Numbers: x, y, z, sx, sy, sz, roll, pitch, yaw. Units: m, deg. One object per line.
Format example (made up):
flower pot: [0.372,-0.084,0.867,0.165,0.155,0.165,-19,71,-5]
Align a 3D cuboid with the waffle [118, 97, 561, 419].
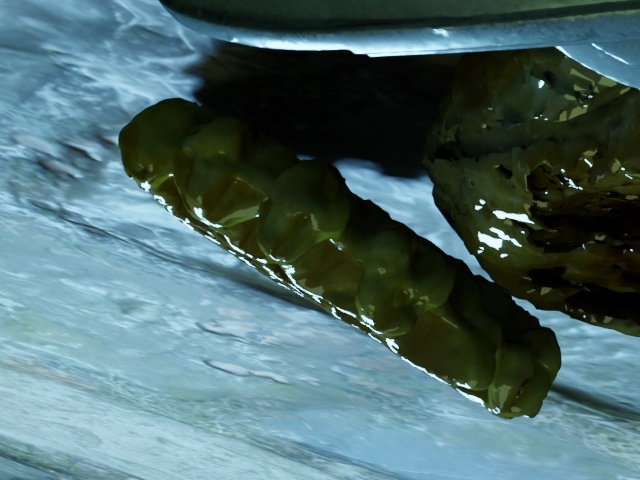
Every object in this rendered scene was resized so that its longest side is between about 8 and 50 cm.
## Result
waffle: [0.000,0.001,0.917,0.249,0.056,0.253,33,179,-30]

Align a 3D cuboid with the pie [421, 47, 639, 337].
pie: [0.167,-0.011,0.775,0.308,0.085,0.308,15,166,4]

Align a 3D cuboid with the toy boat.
toy boat: [0.050,-0.087,0.627,0.260,0.078,0.085,2,137,36]
